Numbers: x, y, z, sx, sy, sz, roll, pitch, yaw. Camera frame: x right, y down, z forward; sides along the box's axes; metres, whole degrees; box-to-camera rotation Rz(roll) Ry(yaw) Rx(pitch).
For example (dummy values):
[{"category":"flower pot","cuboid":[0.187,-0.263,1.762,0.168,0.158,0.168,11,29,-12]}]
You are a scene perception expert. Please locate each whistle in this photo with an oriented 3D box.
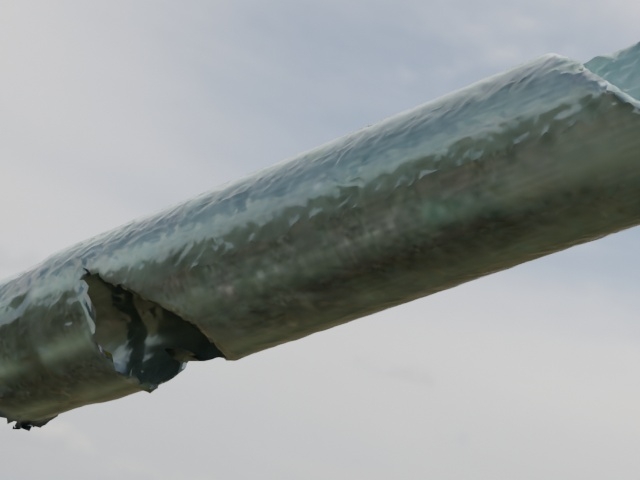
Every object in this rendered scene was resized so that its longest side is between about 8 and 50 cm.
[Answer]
[{"category":"whistle","cuboid":[0.000,0.000,0.648,0.312,0.062,0.062,-20,-30,37]}]
